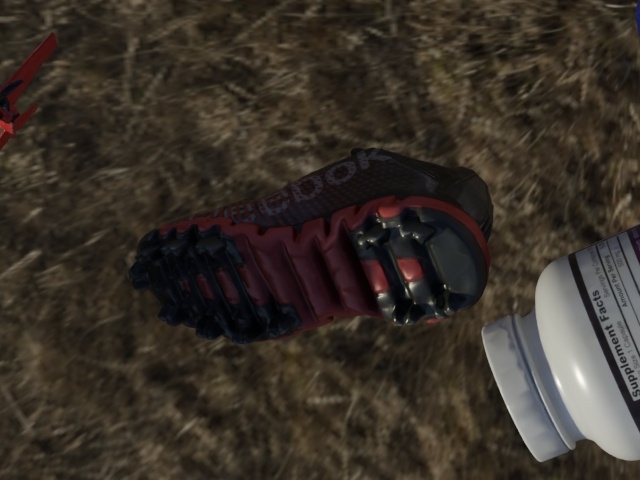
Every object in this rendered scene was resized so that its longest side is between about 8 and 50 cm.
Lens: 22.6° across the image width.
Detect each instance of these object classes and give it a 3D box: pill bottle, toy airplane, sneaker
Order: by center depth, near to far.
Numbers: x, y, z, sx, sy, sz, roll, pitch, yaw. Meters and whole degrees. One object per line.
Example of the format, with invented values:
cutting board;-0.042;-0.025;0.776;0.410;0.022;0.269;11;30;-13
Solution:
sneaker;0.000;0.000;1.112;0.276;0.135;0.098;-7;119;29
toy airplane;-0.261;-0.101;1.311;0.028;0.151;0.151;41;104;-4
pill bottle;0.305;0.065;1.317;0.322;0.181;0.182;-24;93;12

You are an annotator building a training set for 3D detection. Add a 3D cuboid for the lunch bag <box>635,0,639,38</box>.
lunch bag;0.188;-0.109;0.686;0.096;0.129;0.151;16;80;8
